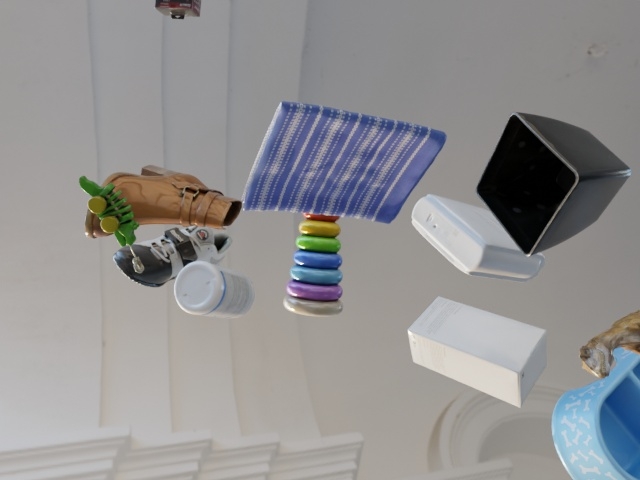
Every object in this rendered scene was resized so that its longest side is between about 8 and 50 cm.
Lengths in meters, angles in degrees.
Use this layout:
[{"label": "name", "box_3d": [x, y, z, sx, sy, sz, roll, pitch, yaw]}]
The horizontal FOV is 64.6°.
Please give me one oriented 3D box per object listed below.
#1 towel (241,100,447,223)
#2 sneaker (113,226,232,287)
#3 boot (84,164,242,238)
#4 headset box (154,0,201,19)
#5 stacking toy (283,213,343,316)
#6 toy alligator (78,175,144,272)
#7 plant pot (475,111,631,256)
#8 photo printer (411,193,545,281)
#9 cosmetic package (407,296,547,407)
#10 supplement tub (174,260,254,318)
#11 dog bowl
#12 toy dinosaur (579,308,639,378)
[{"label": "towel", "box_3d": [0.045, -0.126, 0.926, 0.335, 0.040, 0.243, 3, -41, -27]}, {"label": "sneaker", "box_3d": [-0.329, 0.017, 1.177, 0.146, 0.122, 0.330, -48, -15, 17]}, {"label": "boot", "box_3d": [-0.295, -0.053, 0.991, 0.220, 0.283, 0.109, 21, -67, 5]}, {"label": "headset box", "box_3d": [-0.215, -0.381, 0.771, 0.062, 0.032, 0.084, 6, -86, 10]}, {"label": "stacking toy", "box_3d": [0.000, 0.000, 1.158, 0.141, 0.141, 0.331, 5, -87, -22]}, {"label": "toy alligator", "box_3d": [-0.335, -0.033, 0.859, 0.051, 0.056, 0.190, -25, -71, 7]}, {"label": "plant pot", "box_3d": [0.425, -0.109, 0.915, 0.166, 0.188, 0.188, -8, -42, -20]}, {"label": "photo printer", "box_3d": [0.418, -0.003, 1.307, 0.307, 0.256, 0.107, 10, -61, -37]}, {"label": "cosmetic package", "box_3d": [0.477, 0.327, 1.553, 0.197, 0.365, 0.155, -37, -53, -33]}, {"label": "supplement tub", "box_3d": [-0.142, 0.069, 0.691, 0.071, 0.071, 0.107, -43, -22, 6]}, {"label": "dog bowl", "box_3d": [0.478, 0.255, 0.751, 0.297, 0.166, 0.074, -28, -18, -28]}, {"label": "toy dinosaur", "box_3d": [0.324, 0.082, 0.491, 0.211, 0.112, 0.064, -4, -90, -40]}]
